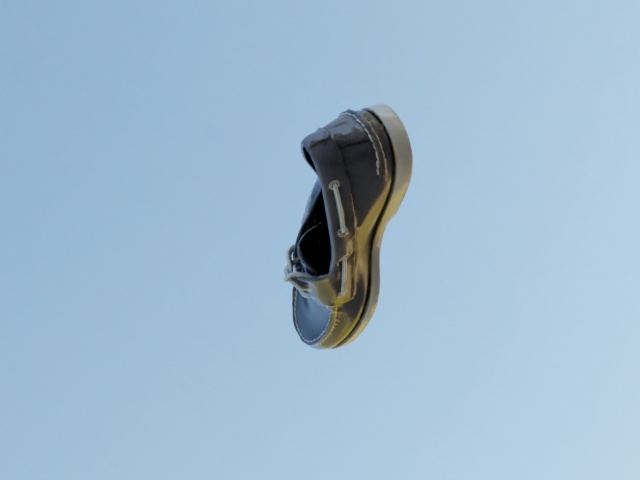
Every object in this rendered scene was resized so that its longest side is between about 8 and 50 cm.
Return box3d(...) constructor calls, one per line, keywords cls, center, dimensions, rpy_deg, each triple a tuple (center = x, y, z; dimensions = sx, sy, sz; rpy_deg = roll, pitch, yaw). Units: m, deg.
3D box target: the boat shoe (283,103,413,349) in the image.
box3d(cls="boat shoe", center=(0.000, 0.000, 0.846), dimensions=(0.065, 0.075, 0.206), rpy_deg=(-16, -35, -27))
